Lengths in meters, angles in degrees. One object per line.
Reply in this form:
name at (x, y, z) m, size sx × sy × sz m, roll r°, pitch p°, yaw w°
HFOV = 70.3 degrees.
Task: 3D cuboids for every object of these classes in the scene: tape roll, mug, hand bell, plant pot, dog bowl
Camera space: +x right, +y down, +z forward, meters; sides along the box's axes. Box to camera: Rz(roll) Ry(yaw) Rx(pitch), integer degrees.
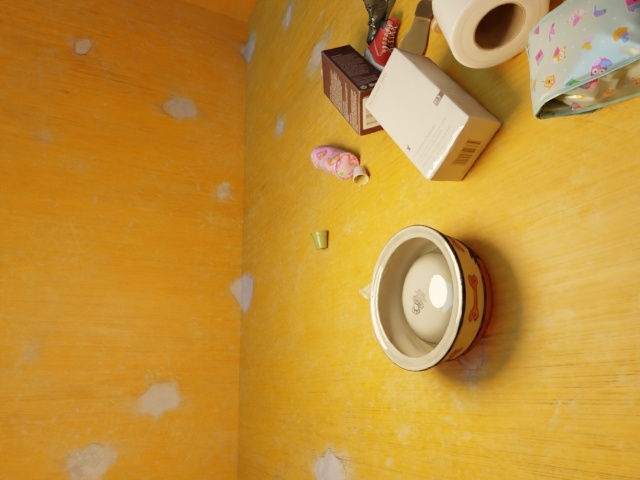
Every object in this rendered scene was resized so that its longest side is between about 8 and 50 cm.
tape roll at (0.429, -0.597, 1.168) m, size 0.246 × 0.246 × 0.169 m, roll -51°, pitch 40°, yaw 46°
mug at (0.155, -0.261, 1.831) m, size 0.078 × 0.062 × 0.064 m, roll -46°, pitch 36°, yaw 40°
hand bell at (0.239, 0.095, 1.555) m, size 0.242 × 0.126 × 0.126 m, roll -64°, pitch 30°, yaw 9°
plant pot at (0.000, 0.000, 2.057) m, size 0.083 × 0.083 × 0.079 m, roll -23°, pitch 74°, yaw 60°
dog bowl at (0.314, 0.164, 1.308) m, size 0.408 × 0.150 × 0.408 m, roll -23°, pitch 64°, yaw 59°

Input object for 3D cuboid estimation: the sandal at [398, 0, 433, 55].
sandal at (0.334, -0.712, 1.603) m, size 0.079 × 0.088 × 0.240 m, roll -47°, pitch -24°, yaw -82°

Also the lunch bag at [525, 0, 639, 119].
lunch bag at (0.563, -0.394, 0.951) m, size 0.262 × 0.160 × 0.223 m, roll -16°, pitch 70°, yaw 55°

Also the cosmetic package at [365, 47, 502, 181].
cosmetic package at (0.319, -0.377, 1.357) m, size 0.385 × 0.156 × 0.217 m, roll 57°, pitch 135°, yaw 35°

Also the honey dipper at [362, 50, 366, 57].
honey dipper at (0.168, -0.736, 1.961) m, size 0.030 × 0.030 × 0.160 m, roll 37°, pitch 113°, yaw 60°

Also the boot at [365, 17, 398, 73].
boot at (0.257, -0.741, 1.727) m, size 0.176 × 0.088 × 0.244 m, roll -59°, pitch 31°, yaw 36°

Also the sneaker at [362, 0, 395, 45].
sneaker at (0.207, -0.905, 1.817) m, size 0.087 × 0.130 × 0.227 m, roll -115°, pitch 39°, yaw -49°

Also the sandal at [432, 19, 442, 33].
sandal at (0.431, -0.670, 1.359) m, size 0.265 × 0.102 × 0.076 m, roll 160°, pitch 113°, yaw -70°

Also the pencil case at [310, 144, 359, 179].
pencil case at (0.059, -0.344, 1.984) m, size 0.284 × 0.124 × 0.124 m, roll 37°, pitch 116°, yaw 61°

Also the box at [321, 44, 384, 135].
box at (0.133, -0.590, 1.769) m, size 0.191 × 0.143 × 0.381 m, roll 84°, pitch 162°, yaw -46°
